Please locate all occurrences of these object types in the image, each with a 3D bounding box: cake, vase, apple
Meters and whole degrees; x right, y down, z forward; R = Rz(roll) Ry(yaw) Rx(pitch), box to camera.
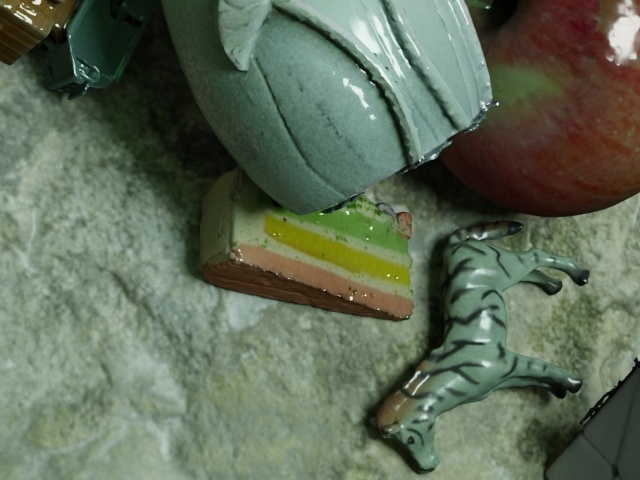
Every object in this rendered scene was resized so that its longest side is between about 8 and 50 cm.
[{"bbox_3d":[-0.014,0.005,1.385,0.225,0.090,0.109,18,66,-36],"label":"cake"},{"bbox_3d":[-0.052,-0.249,1.232,0.250,0.250,0.445,-34,98,-26],"label":"vase"},{"bbox_3d":[0.235,-0.192,1.395,0.269,0.345,0.345,16,68,-41],"label":"apple"}]

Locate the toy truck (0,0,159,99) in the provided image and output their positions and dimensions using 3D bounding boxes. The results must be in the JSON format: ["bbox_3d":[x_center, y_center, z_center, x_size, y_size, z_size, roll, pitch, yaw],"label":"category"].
[{"bbox_3d":[-0.203,-0.306,1.353,0.184,0.133,0.338,33,68,-21],"label":"toy truck"}]

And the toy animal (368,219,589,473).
[{"bbox_3d":[0.167,0.106,1.402,0.170,0.090,0.255,27,64,-8],"label":"toy animal"}]

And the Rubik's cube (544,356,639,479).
[{"bbox_3d":[0.365,0.252,1.329,0.224,0.221,0.231,2,53,-21],"label":"Rubik's cube"}]
